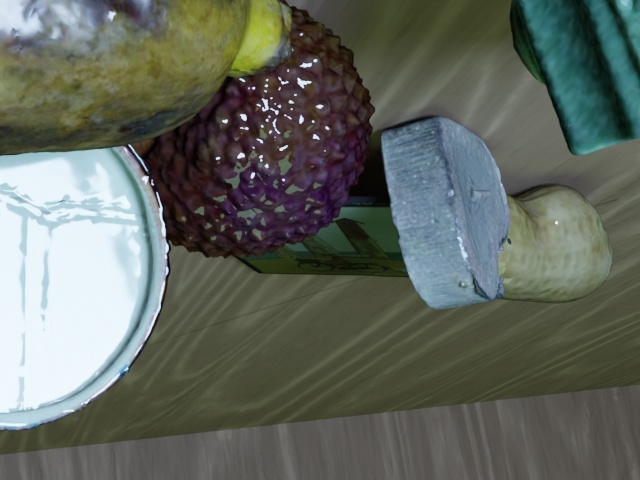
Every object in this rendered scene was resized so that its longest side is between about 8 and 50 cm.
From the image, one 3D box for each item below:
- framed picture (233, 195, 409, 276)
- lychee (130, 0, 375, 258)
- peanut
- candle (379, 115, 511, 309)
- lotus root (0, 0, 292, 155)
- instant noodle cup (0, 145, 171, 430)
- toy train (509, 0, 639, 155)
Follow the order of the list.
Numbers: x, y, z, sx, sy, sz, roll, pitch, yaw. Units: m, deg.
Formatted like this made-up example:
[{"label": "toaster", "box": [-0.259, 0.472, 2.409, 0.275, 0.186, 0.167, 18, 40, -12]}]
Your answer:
[{"label": "framed picture", "box": [0.000, 0.000, 1.287, 0.244, 0.013, 0.324, 0, 167, 16]}, {"label": "lychee", "box": [-0.047, -0.070, 0.820, 0.188, 0.188, 0.188, -9, 164, -3]}, {"label": "peanut", "box": [0.220, -0.001, 1.321, 0.253, 0.137, 0.122, 3, -157, -35]}, {"label": "candle", "box": [0.116, -0.038, 1.107, 0.068, 0.192, 0.168, -16, 119, 24]}, {"label": "lotus root", "box": [-0.141, -0.127, 0.601, 0.314, 0.169, 0.141, -4, 157, -35]}, {"label": "instant noodle cup", "box": [-0.222, 0.016, 0.749, 0.243, 0.242, 0.231, 0, 177, -30]}, {"label": "toy train", "box": [0.234, -0.158, 0.626, 0.299, 0.166, 0.238, -21, -176, 21]}]
